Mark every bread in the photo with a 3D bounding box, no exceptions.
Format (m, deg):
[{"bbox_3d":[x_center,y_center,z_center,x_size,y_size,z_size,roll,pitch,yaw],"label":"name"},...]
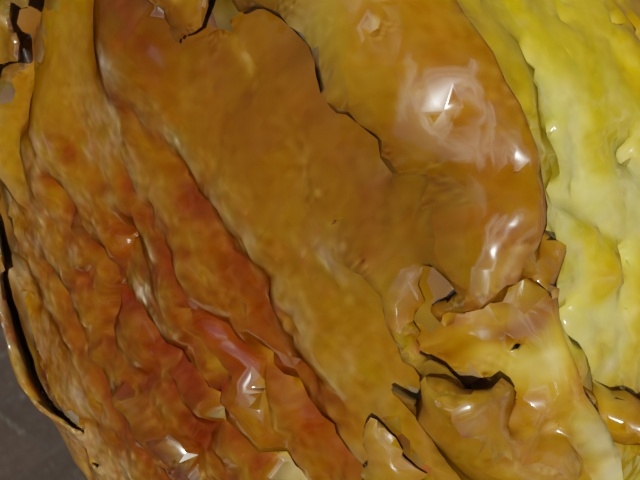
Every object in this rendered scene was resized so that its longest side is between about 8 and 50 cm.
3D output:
[{"bbox_3d":[0.002,0.001,0.544,0.204,0.358,0.337,-30,108,-34],"label":"bread"}]
